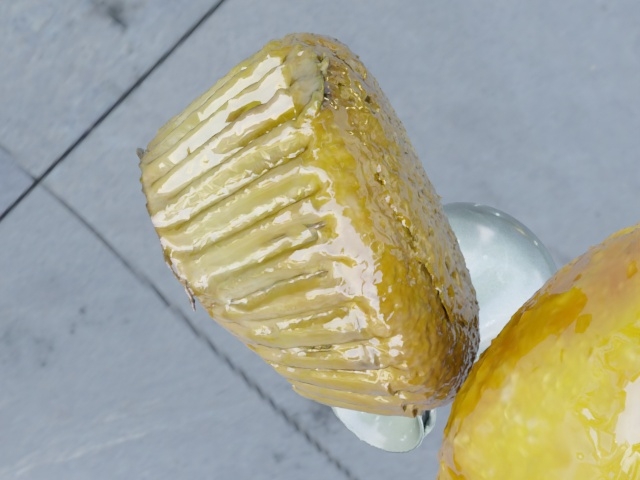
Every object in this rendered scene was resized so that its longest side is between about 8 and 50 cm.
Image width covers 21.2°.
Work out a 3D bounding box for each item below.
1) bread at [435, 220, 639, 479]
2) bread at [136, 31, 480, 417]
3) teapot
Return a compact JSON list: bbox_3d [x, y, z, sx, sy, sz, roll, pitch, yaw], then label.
[{"bbox_3d":[0.253,0.106,0.940,0.394,0.361,0.250,21,35,-52],"label":"bread"},{"bbox_3d":[0.004,0.000,0.984,0.139,0.240,0.240,-27,84,9],"label":"bread"},{"bbox_3d":[0.117,0.088,1.661,0.183,0.183,0.251,46,52,-5],"label":"teapot"}]
